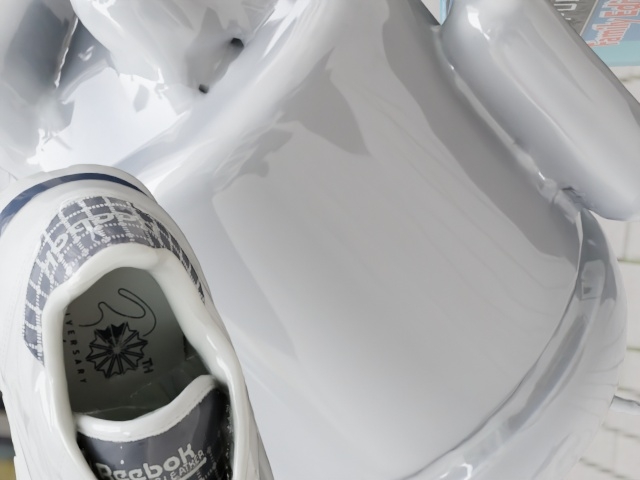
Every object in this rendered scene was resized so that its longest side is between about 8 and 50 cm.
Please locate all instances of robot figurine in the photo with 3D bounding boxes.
[{"bbox_3d":[0.000,0.000,0.679,0.300,0.353,0.200,-25,33,28],"label":"robot figurine"}]

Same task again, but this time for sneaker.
[{"bbox_3d":[-0.048,0.093,0.491,0.095,0.090,0.235,25,136,64],"label":"sneaker"}]

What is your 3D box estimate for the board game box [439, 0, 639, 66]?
[{"bbox_3d":[0.237,-0.160,0.841,0.254,0.336,0.079,75,-166,-82],"label":"board game box"}]
